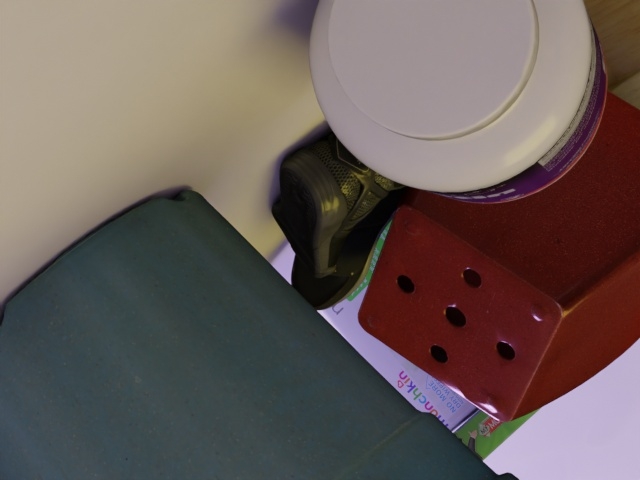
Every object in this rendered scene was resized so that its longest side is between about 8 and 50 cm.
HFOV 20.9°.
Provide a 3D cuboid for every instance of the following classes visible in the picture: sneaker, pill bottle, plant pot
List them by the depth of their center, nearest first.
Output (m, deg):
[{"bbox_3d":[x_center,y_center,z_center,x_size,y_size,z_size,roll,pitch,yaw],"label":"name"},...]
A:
[{"bbox_3d":[0.097,-0.119,1.176,0.181,0.181,0.323,-42,171,9],"label":"pill bottle"},{"bbox_3d":[-0.087,0.165,1.317,0.341,0.334,0.341,-40,171,-8],"label":"plant pot"},{"bbox_3d":[0.025,-0.043,1.575,0.130,0.087,0.227,-31,164,-15],"label":"sneaker"},{"bbox_3d":[0.187,0.011,1.663,0.236,0.267,0.267,-45,162,-40],"label":"plant pot"},{"bbox_3d":[0.000,0.000,1.755,0.118,0.083,0.222,-26,153,-45],"label":"sneaker"}]

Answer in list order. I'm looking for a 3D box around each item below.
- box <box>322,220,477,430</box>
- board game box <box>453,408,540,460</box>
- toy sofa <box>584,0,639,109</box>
[{"bbox_3d":[0.149,0.068,2.104,0.231,0.262,0.126,-44,170,31],"label":"box"},{"bbox_3d":[0.154,0.241,1.954,0.317,0.046,0.213,-33,168,-44],"label":"board game box"},{"bbox_3d":[0.381,-0.238,1.594,0.177,0.150,0.362,-45,-167,-35],"label":"toy sofa"}]
